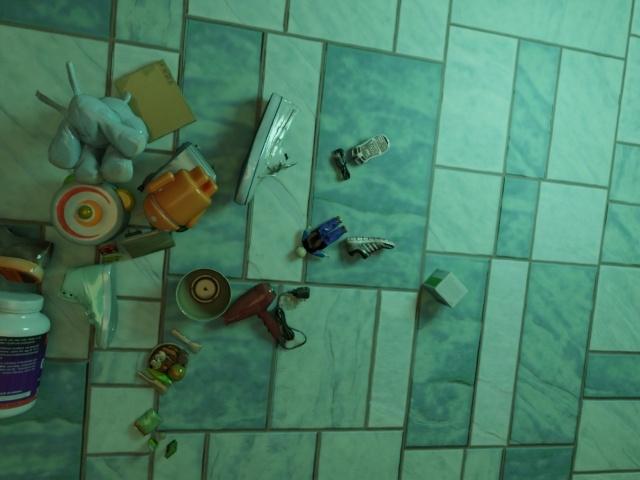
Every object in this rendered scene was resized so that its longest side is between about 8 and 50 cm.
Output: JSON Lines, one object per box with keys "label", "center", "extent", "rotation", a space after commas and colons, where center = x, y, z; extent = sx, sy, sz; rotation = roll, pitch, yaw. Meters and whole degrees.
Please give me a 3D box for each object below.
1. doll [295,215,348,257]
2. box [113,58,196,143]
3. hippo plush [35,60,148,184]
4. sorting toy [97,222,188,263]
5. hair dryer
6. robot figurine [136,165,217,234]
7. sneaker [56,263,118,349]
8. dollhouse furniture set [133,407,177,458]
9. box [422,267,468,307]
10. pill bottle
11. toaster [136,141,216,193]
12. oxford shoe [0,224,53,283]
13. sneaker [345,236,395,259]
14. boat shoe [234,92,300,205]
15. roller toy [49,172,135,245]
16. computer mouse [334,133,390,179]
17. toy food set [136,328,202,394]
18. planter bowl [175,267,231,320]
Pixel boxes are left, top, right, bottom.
{"label": "doll", "center": [0.000, 0.000, 1.492], "extent": [0.189, 0.046, 0.129], "rotation": [-32, 99, -9]}
{"label": "box", "center": [-0.500, -0.421, 1.363], "extent": [0.164, 0.021, 0.201], "rotation": [-29, 100, -8]}
{"label": "hippo plush", "center": [-0.613, -0.300, 1.244], "extent": [0.234, 0.236, 0.294], "rotation": [-38, 111, 9]}
{"label": "sorting toy", "center": [-0.525, -0.004, 1.342], "extent": [0.274, 0.132, 0.046], "rotation": [-18, 71, -13]}
{"label": "hair dryer", "center": [-0.174, 0.248, 1.456], "extent": [0.293, 0.080, 0.224], "rotation": [7, 93, -12]}
{"label": "robot figurine", "center": [-0.390, -0.108, 1.237], "extent": [0.219, 0.158, 0.128], "rotation": [-37, 85, -1]}
{"label": "sneaker", "center": [-0.693, 0.198, 1.335], "extent": [0.151, 0.094, 0.256], "rotation": [0, 93, -9]}
{"label": "dollhouse furniture set", "center": [-0.520, 0.616, 1.419], "extent": [0.076, 0.058, 0.152], "rotation": [-38, 101, -7]}
{"label": "box", "center": [0.436, 0.166, 1.570], "extent": [0.087, 0.101, 0.102], "rotation": [-44, 102, -6]}
{"label": "pill bottle", "center": [-0.873, 0.312, 1.256], "extent": [0.181, 0.181, 0.323], "rotation": [12, 92, -13]}
{"label": "toaster", "center": [-0.419, -0.176, 1.346], "extent": [0.227, 0.129, 0.146], "rotation": [-44, 104, -5]}
{"label": "oxford shoe", "center": [-0.947, 0.021, 1.270], "extent": [0.363, 0.130, 0.133], "rotation": [15, 58, -6]}
{"label": "sneaker", "center": [0.167, 0.027, 1.523], "extent": [0.170, 0.063, 0.075], "rotation": [3, 93, -8]}
{"label": "boat shoe", "center": [-0.146, -0.264, 1.407], "extent": [0.156, 0.136, 0.367], "rotation": [22, 80, -16]}
{"label": "roller toy", "center": [-0.656, -0.081, 1.291], "extent": [0.209, 0.146, 0.191], "rotation": [19, 91, -14]}
{"label": "computer mouse", "center": [0.144, -0.289, 1.505], "extent": [0.193, 0.042, 0.106], "rotation": [-27, 95, -3]}
{"label": "toy food set", "center": [-0.480, 0.387, 1.420], "extent": [0.132, 0.038, 0.192], "rotation": [39, 86, -12]}
{"label": "planter bowl", "center": [-0.360, 0.158, 1.393], "extent": [0.162, 0.109, 0.162], "rotation": [-1, 94, -13]}
